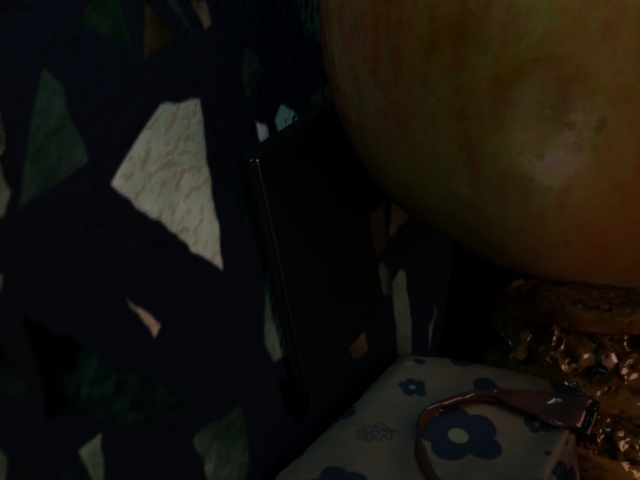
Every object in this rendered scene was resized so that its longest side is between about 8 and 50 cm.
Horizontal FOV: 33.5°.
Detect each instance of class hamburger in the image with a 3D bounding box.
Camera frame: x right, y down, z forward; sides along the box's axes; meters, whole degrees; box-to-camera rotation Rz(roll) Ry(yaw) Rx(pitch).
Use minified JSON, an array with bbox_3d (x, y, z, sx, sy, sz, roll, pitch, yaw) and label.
[{"bbox_3d":[0.274,0.136,1.025,0.245,0.260,0.211,4,96,-37],"label":"hamburger"}]

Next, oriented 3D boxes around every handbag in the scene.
[{"bbox_3d":[0.102,0.218,0.828,0.251,0.193,0.190,-37,120,-48],"label":"handbag"}]

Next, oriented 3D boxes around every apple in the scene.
[{"bbox_3d":[0.189,-0.148,0.751,0.391,0.391,0.347,7,99,-56],"label":"apple"}]

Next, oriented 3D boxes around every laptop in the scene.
[{"bbox_3d":[0.000,0.000,0.807,0.135,0.016,0.197,-40,128,-48],"label":"laptop"}]

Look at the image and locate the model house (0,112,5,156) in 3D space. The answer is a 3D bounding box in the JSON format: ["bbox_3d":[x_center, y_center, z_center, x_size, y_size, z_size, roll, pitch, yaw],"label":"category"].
[{"bbox_3d":[-0.174,-0.082,0.484,0.066,0.079,0.083,-34,136,-10],"label":"model house"}]
